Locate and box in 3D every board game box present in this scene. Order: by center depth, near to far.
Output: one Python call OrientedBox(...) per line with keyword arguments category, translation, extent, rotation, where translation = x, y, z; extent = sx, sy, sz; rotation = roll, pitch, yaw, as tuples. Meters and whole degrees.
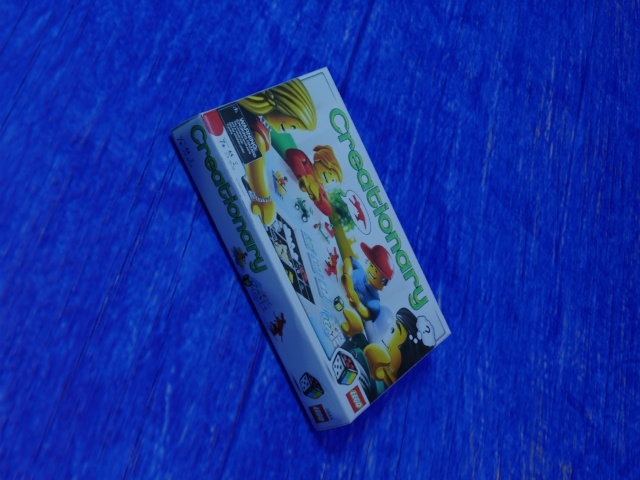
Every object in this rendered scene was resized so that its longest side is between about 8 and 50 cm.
OrientedBox(category="board game box", translation=(0.000, 0.000, 0.924), extent=(0.193, 0.053, 0.305), rotation=(-32, 98, -48))
